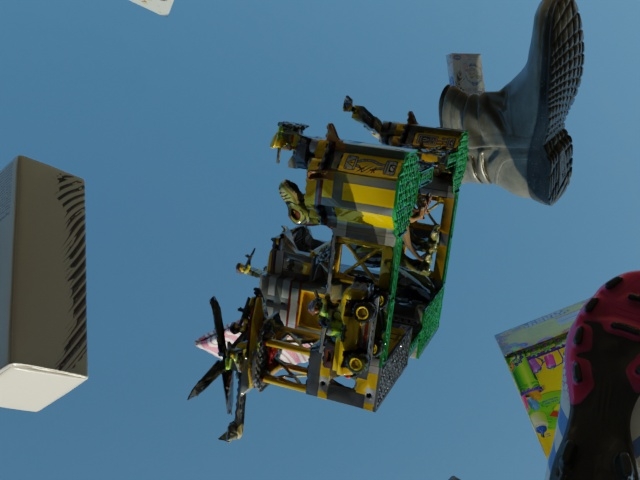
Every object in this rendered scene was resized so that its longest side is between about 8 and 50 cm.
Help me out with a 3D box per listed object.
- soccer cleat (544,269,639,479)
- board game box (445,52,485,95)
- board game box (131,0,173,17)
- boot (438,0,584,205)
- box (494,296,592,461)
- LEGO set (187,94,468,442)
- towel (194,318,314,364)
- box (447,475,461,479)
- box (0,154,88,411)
[{"bbox_3d":[0.313,0.187,0.805,0.116,0.143,0.331,12,-123,27],"label":"soccer cleat"},{"bbox_3d":[0.305,-0.345,1.552,0.090,0.020,0.090,-9,-86,-36],"label":"board game box"},{"bbox_3d":[-0.216,-0.500,1.103,0.097,0.303,0.224,20,-101,-15],"label":"board game box"},{"bbox_3d":[0.204,-0.159,0.850,0.161,0.246,0.083,20,-141,35],"label":"boot"},{"bbox_3d":[0.531,0.274,1.429,0.290,0.177,0.279,-22,-87,8],"label":"box"},{"bbox_3d":[0.000,0.000,0.646,0.192,0.255,0.331,11,-157,18],"label":"LEGO set"},{"bbox_3d":[-0.102,0.180,1.244,0.144,0.197,0.029,36,-134,-30],"label":"towel"},{"bbox_3d":[0.281,0.551,1.288,0.183,0.232,0.059,23,-145,35],"label":"box"},{"bbox_3d":[-0.338,0.046,0.857,0.094,0.113,0.275,23,-135,-44],"label":"box"}]
